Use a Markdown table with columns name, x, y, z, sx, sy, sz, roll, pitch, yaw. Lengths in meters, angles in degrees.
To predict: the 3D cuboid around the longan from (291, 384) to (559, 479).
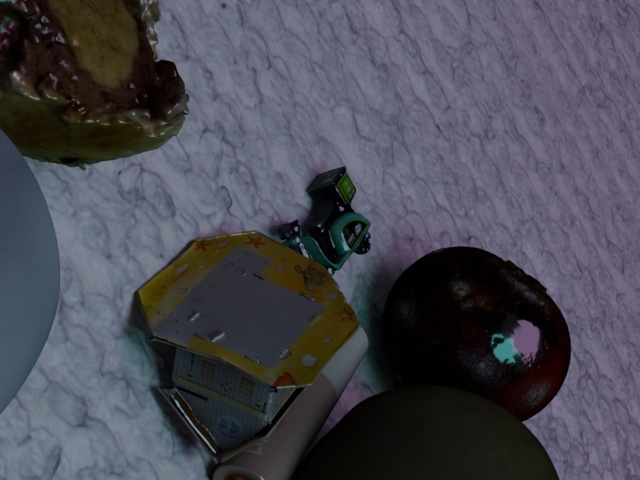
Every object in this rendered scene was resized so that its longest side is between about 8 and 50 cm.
| name | x | y | z | sx | sy | sz | roll | pitch | yaw |
| --- | --- | --- | --- | --- | --- | --- | --- | --- | --- |
| longan | 0.109 | 0.307 | 1.742 | 0.319 | 0.319 | 0.319 | 17 | 69 | -54 |

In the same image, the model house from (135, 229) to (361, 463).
| name | x | y | z | sx | sy | sz | roll | pitch | yaw |
| --- | --- | --- | --- | --- | --- | --- | --- | --- | --- |
| model house | -0.074 | 0.112 | 1.673 | 0.219 | 0.207 | 0.136 | -50 | 157 | -53 |

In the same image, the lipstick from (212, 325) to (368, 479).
| name | x | y | z | sx | sy | sz | roll | pitch | yaw |
| --- | --- | --- | --- | --- | --- | --- | --- | --- | --- |
| lipstick | -0.028 | 0.178 | 1.759 | 0.254 | 0.070 | 0.070 | -55 | 128 | -46 |

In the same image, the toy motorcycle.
| name | x | y | z | sx | sy | sz | roll | pitch | yaw |
| --- | --- | --- | --- | --- | --- | --- | --- | --- | --- |
| toy motorcycle | 0.000 | 0.000 | 1.854 | 0.100 | 0.058 | 0.173 | 59 | 38 | -20 |

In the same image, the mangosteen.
| name | x | y | z | sx | sy | sz | roll | pitch | yaw |
| --- | --- | --- | --- | --- | --- | --- | --- | --- | --- |
| mangosteen | 0.163 | 0.140 | 1.967 | 0.261 | 0.235 | 0.235 | -53 | 143 | 9 |

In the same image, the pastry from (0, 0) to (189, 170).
| name | x | y | z | sx | sy | sz | roll | pitch | yaw |
| --- | --- | --- | --- | --- | --- | --- | --- | --- | --- |
| pastry | -0.250 | -0.175 | 1.425 | 0.256 | 0.170 | 0.237 | 17 | 49 | -49 |

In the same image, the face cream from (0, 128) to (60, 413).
| name | x | y | z | sx | sy | sz | roll | pitch | yaw |
| --- | --- | --- | --- | --- | --- | --- | --- | --- | --- |
| face cream | -0.362 | 0.034 | 1.134 | 0.357 | 0.219 | 0.312 | -31 | 89 | -50 |
